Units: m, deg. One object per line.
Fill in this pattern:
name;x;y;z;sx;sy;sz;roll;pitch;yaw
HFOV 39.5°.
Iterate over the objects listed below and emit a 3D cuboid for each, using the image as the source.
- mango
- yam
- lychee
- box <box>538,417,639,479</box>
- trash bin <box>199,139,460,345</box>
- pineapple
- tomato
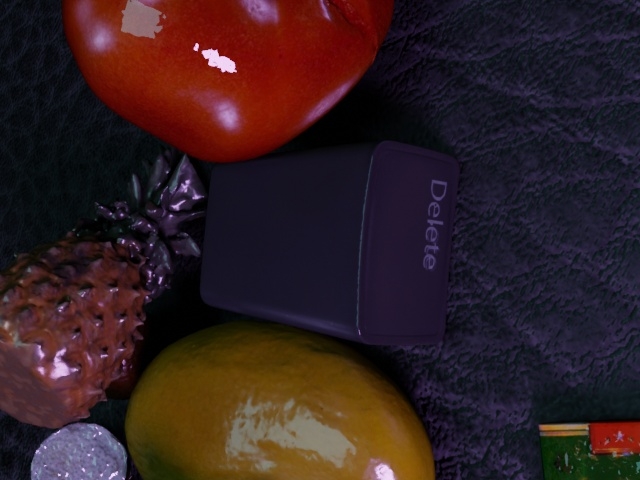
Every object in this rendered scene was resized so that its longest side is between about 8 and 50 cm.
mango;-0.052;0.169;0.829;0.332;0.142;0.195;-13;81;34
yam;-0.260;0.253;0.978;0.259;0.106;0.106;128;136;-72
lychee;-0.219;0.136;1.014;0.101;0.140;0.114;-48;18;34
box;0.228;0.244;0.623;0.132;0.034;0.235;-12;77;42
trash bin;0.000;0.000;0.817;0.225;0.115;0.165;3;88;47
pineapple;-0.219;0.026;0.932;0.169;0.169;0.340;-11;34;42
tomato;-0.090;-0.209;0.810;0.226;0.299;0.298;127;132;-60
